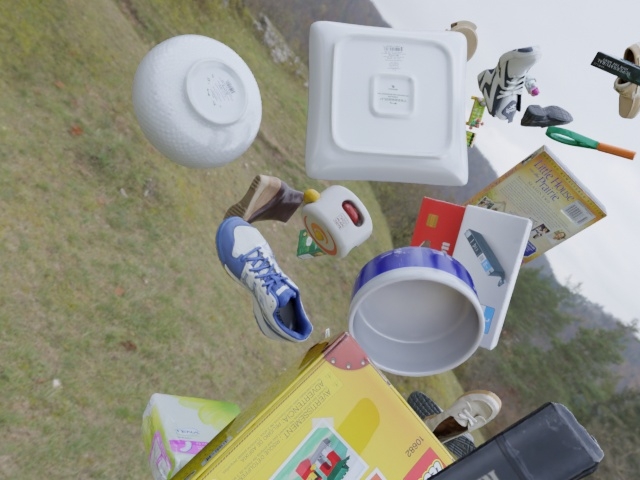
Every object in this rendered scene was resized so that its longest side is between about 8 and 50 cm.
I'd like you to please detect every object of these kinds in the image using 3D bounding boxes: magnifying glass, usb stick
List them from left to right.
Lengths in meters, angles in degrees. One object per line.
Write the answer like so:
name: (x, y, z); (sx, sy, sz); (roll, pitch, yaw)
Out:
usb stick: (0.167, 0.276, 0.548); (0.077, 0.278, 0.045); (57, 11, 21)
magnifying glass: (0.721, -0.262, 1.356); (0.231, 0.026, 0.092); (29, 8, 31)

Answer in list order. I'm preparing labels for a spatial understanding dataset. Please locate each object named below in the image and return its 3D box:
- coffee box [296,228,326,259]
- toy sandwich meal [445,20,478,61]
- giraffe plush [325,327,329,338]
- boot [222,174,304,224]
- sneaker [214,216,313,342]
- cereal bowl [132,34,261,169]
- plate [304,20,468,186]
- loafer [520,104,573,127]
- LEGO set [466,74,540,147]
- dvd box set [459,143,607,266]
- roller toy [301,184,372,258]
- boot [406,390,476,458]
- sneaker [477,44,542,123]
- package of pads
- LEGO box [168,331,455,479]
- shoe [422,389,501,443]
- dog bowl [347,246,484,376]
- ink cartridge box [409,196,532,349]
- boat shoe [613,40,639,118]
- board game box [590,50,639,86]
coffee box: (0.000, 0.000, 1.815); (0.040, 0.184, 0.113); (36, 51, -42)
toy sandwich meal: (0.271, -0.389, 0.994); (0.085, 0.085, 0.029); (43, 12, -31)
giraffe plush: (0.088, 0.469, 1.991); (0.170, 0.181, 0.210); (27, -40, 49)
boot: (-0.175, -0.079, 1.576); (0.206, 0.248, 0.090); (22, 19, -50)
sneaker: (-0.102, 0.079, 1.029); (0.131, 0.112, 0.297); (1, -56, 54)
cereal bowl: (-0.289, -0.357, 1.273); (0.339, 0.339, 0.141); (45, -26, -24)
plate: (0.116, -0.234, 0.837); (0.045, 0.277, 0.278); (123, -31, -81)
loafer: (0.680, -0.368, 1.521); (0.169, 0.061, 0.062); (4, 56, -16)
LEGO set: (0.538, -0.415, 1.566); (0.132, 0.287, 0.107); (46, 14, -14)
dvd box set: (0.675, -0.082, 1.702); (0.307, 0.420, 0.062); (41, 38, -9)
roller toy: (0.042, -0.052, 1.479); (0.191, 0.146, 0.209); (36, -25, 37)
boot: (0.354, 0.542, 1.501); (0.246, 0.083, 0.161); (43, 2, 12)
sneaker: (0.481, -0.379, 1.264); (0.235, 0.094, 0.153); (168, -90, -73)
package of pads: (-0.256, 0.445, 1.089); (0.229, 0.101, 0.296); (18, 2, -28)
LEGO box: (-0.035, 0.449, 0.782); (0.372, 0.500, 0.193); (50, -23, 2)
shoe: (0.289, 0.380, 1.054); (0.076, 0.219, 0.058); (41, 41, 1)
dog bowl: (0.189, 0.147, 1.025); (0.265, 0.264, 0.104); (46, 27, -21)
ink cartridge box: (0.309, 0.064, 1.158); (0.261, 0.297, 0.066); (17, 6, 29)
boat shoe: (0.658, -0.339, 1.079); (0.063, 0.059, 0.170); (-114, -167, -55)
board game box: (0.567, -0.269, 0.859); (0.186, 0.026, 0.126); (40, 35, 27)
